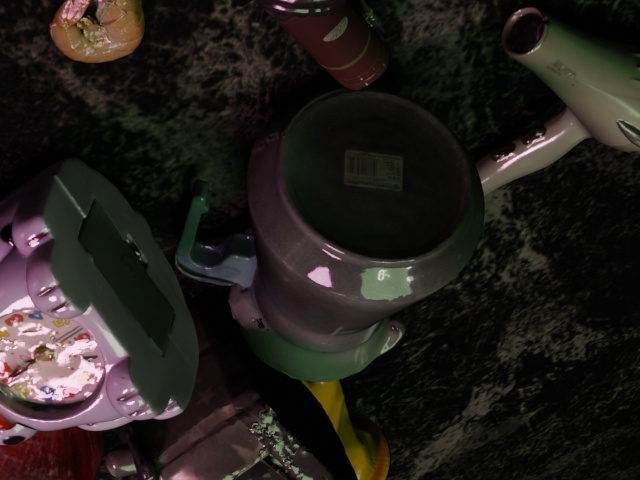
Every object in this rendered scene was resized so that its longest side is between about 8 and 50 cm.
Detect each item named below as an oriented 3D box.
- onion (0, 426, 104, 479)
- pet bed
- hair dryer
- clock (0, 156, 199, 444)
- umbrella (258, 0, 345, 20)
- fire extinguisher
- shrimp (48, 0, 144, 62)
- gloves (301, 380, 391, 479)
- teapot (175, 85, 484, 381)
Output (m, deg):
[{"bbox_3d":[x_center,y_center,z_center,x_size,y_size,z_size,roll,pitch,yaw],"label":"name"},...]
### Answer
[{"bbox_3d":[-0.273,0.204,1.417,0.227,0.120,0.283,12,132,-46],"label":"onion"},{"bbox_3d":[-0.085,0.171,1.392,0.159,0.211,0.183,-38,120,5],"label":"pet bed"},{"bbox_3d":[0.170,-0.108,1.362,0.224,0.088,0.219,-18,149,14],"label":"hair dryer"},{"bbox_3d":[-0.235,0.078,1.202,0.254,0.189,0.189,-26,154,13],"label":"clock"},{"bbox_3d":[0.036,-0.246,0.945,0.090,0.094,0.326,-26,158,-37],"label":"umbrella"},{"bbox_3d":[0.002,-0.153,1.136,0.078,0.045,0.157,-58,150,-3],"label":"fire extinguisher"},{"bbox_3d":[-0.136,-0.139,1.049,0.059,0.023,0.108,-15,151,-7],"label":"shrimp"},{"bbox_3d":[-0.039,0.158,1.610,0.133,0.116,0.294,-54,145,-10],"label":"gloves"},{"bbox_3d":[0.000,0.000,1.292,0.203,0.171,0.225,13,151,-7],"label":"teapot"}]
